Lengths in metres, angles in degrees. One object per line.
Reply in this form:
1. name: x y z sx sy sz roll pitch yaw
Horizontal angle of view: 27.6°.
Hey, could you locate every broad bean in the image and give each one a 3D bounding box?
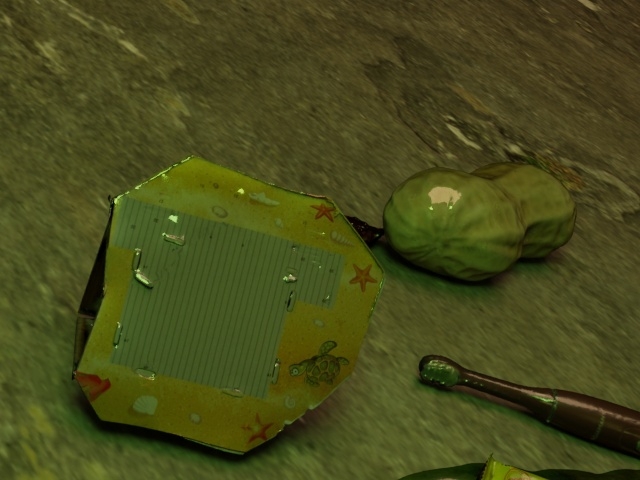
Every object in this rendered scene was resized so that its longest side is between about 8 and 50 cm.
1. broad bean: 0.184 0.204 1.043 0.297 0.043 0.060 6 20 -30

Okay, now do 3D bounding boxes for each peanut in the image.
1. peanut: 0.178 -0.023 1.356 0.274 0.111 0.125 -10 47 -46

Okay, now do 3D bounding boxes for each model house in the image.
1. model house: -0.081 0.054 1.017 0.219 0.207 0.136 13 -7 -17

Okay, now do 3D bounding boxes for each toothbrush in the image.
1. toothbrush: 0.258 0.164 1.167 0.364 0.041 0.041 19 28 -8

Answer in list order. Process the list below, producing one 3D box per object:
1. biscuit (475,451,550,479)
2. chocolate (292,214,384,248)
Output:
1. biscuit: 0.253 0.226 0.960 0.292 0.026 0.048 19 43 9
2. chocolate: 0.000 0.000 1.274 0.086 0.028 0.182 24 26 16
